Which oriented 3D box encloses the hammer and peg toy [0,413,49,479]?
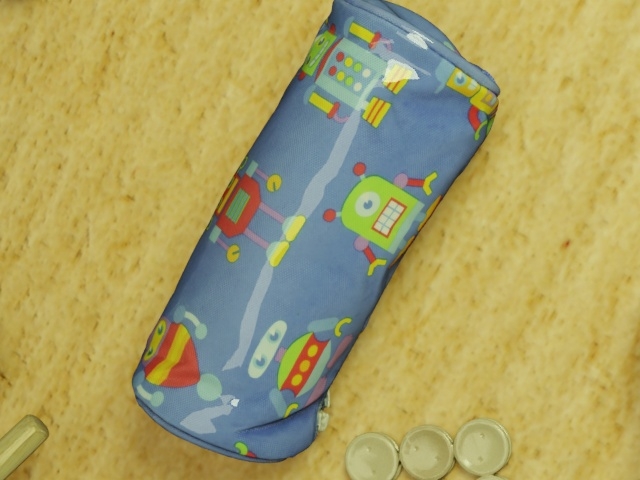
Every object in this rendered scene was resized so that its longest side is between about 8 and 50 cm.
[{"bbox_3d":[-0.360,0.095,1.142,0.266,0.127,0.361,-33,100,-4],"label":"hammer and peg toy"}]

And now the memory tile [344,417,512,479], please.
[{"bbox_3d":[0.079,0.192,1.088,0.113,0.012,0.148,-11,85,18],"label":"memory tile"}]

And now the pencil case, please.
[{"bbox_3d":[0.000,0.000,1.063,0.133,0.119,0.306,25,98,-24],"label":"pencil case"}]
